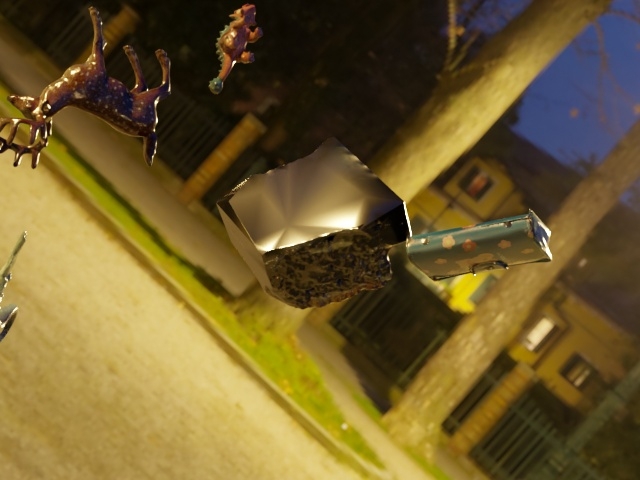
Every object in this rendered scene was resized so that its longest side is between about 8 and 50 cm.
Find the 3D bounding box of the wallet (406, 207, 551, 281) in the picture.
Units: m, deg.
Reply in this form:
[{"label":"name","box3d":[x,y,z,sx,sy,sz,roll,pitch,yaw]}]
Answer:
[{"label":"wallet","box3d":[0.250,0.012,1.747,0.141,0.202,0.059,33,48,-62]}]

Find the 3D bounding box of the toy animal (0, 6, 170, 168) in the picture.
[{"label":"toy animal","box3d":[-0.333,-0.203,1.643,0.244,0.259,0.087,22,-26,-26]}]

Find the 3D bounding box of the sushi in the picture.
[{"label":"sushi","box3d":[-0.001,0.001,1.838,0.215,0.227,0.212,46,-18,43]}]

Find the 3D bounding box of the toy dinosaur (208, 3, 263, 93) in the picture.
[{"label":"toy dinosaur","box3d":[-0.120,-0.267,1.559,0.055,0.154,0.049,-1,-32,40]}]

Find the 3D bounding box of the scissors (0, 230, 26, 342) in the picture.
[{"label":"scissors","box3d":[-0.485,0.120,1.625,0.029,0.256,0.383,33,-40,-3]}]
